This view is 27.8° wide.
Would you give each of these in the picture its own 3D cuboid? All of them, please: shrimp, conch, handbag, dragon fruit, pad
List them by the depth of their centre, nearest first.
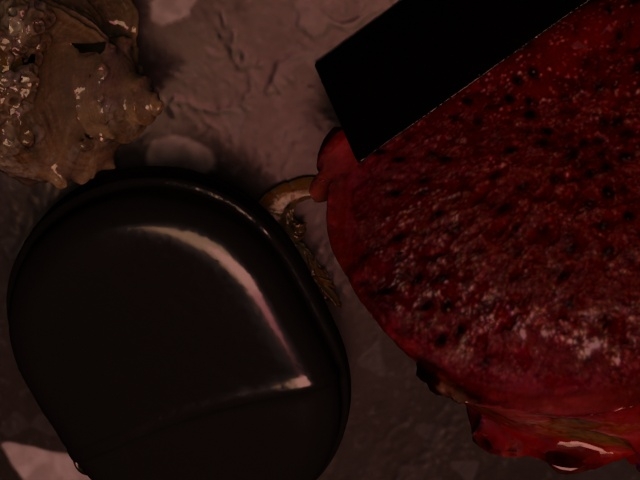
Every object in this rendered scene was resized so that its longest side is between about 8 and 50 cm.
[{"bbox_3d":[0.201,-0.003,0.896,0.386,0.370,0.249,5,149,31],"label":"dragon fruit"},{"bbox_3d":[0.108,-0.163,0.913,0.245,0.170,0.006,-35,122,10],"label":"pad"},{"bbox_3d":[-0.230,-0.137,0.950,0.245,0.163,0.178,11,76,13],"label":"conch"},{"bbox_3d":[-0.115,0.092,1.024,0.254,0.093,0.308,-22,108,13],"label":"handbag"},{"bbox_3d":[0.000,0.000,1.041,0.083,0.023,0.114,-35,102,8],"label":"shrimp"}]
